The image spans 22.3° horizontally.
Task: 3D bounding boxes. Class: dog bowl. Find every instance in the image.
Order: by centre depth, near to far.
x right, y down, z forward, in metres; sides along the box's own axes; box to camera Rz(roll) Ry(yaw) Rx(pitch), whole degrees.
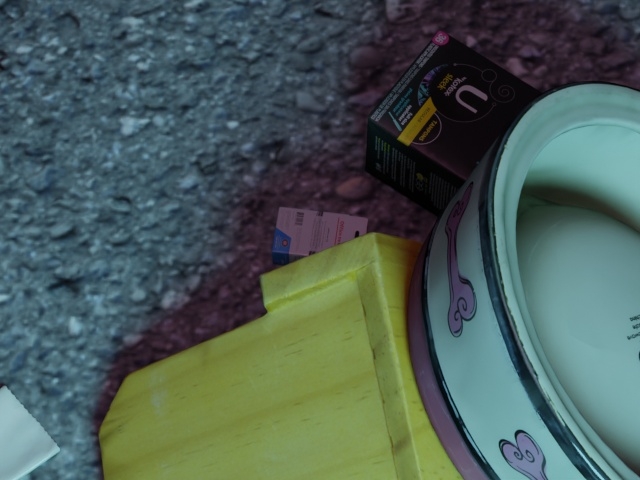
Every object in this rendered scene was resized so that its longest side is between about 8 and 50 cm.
[{"bbox_3d":[0.244,0.084,1.299,0.408,0.150,0.408,21,53,-29],"label":"dog bowl"}]

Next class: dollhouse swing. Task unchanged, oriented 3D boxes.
[{"bbox_3d":[0.035,0.223,1.371,0.315,0.305,0.346,13,55,-40],"label":"dollhouse swing"}]

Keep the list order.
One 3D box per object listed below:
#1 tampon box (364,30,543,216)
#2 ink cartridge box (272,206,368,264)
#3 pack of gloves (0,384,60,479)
[{"bbox_3d":[0.139,-0.089,1.497,0.161,0.101,0.120,33,69,15],"label":"tampon box"},{"bbox_3d":[0.000,0.000,1.496,0.083,0.028,0.048,7,64,4],"label":"ink cartridge box"},{"bbox_3d":[-0.302,0.255,1.366,0.232,0.046,0.195,-38,71,-17],"label":"pack of gloves"}]
